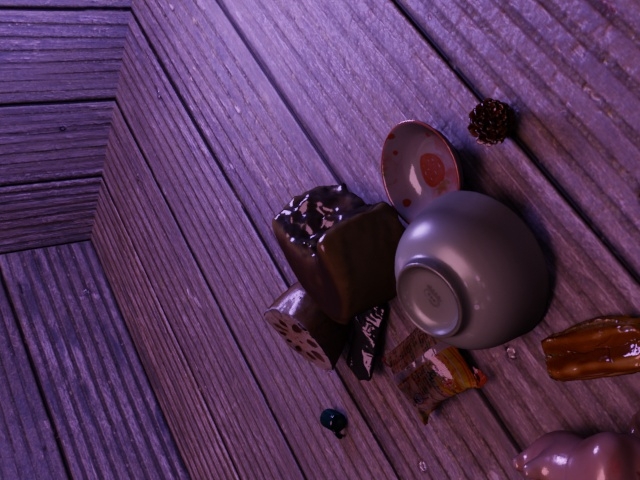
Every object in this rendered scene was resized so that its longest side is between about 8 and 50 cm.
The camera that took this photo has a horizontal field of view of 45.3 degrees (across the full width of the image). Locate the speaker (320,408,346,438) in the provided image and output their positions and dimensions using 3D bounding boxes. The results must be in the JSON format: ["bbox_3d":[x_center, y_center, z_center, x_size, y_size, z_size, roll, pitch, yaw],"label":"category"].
[{"bbox_3d":[0.039,0.562,2.327,0.075,0.060,0.094,8,106,57],"label":"speaker"}]

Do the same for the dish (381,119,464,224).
[{"bbox_3d":[0.253,-0.155,1.765,0.260,0.085,0.260,30,128,47],"label":"dish"}]

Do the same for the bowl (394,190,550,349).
[{"bbox_3d":[0.284,0.090,1.622,0.354,0.185,0.354,30,134,37],"label":"bowl"}]

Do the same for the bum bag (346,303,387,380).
[{"bbox_3d":[0.126,0.264,2.111,0.123,0.060,0.248,30,121,49],"label":"bum bag"}]

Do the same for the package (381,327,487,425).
[{"bbox_3d":[0.265,0.314,1.867,0.223,0.108,0.288,60,140,25],"label":"package"}]

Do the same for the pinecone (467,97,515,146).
[{"bbox_3d":[0.354,-0.249,1.577,0.109,0.102,0.102,87,164,-77],"label":"pinecone"}]

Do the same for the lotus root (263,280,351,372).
[{"bbox_3d":[-0.019,0.223,2.189,0.272,0.192,0.272,29,158,13],"label":"lotus root"}]

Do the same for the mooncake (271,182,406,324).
[{"bbox_3d":[0.047,0.000,1.952,0.394,0.246,0.393,56,159,27],"label":"mooncake"}]

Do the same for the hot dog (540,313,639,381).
[{"bbox_3d":[0.525,0.205,1.462,0.269,0.072,0.115,-23,80,58],"label":"hot dog"}]

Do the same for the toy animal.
[{"bbox_3d":[0.512,0.451,1.432,0.326,0.269,0.237,84,174,-87],"label":"toy animal"}]
